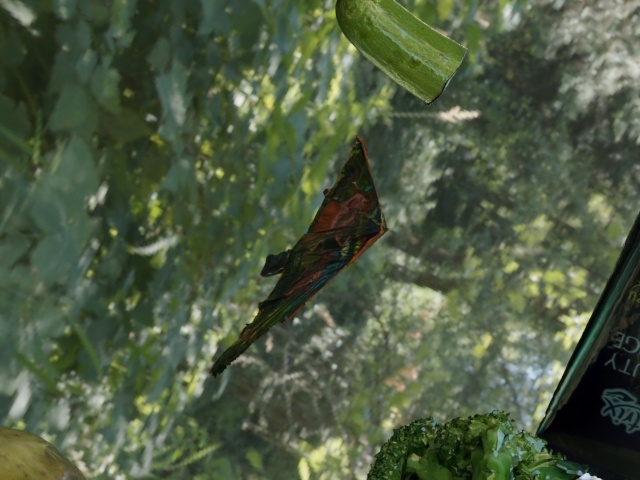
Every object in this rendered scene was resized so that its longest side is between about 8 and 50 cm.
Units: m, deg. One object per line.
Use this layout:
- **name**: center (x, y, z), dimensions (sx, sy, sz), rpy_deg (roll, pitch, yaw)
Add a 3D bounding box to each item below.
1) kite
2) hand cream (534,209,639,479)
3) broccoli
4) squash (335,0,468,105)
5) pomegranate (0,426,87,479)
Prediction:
- **kite**: center (0.000, 0.000, 0.979), dimensions (0.234, 0.016, 0.321), rpy_deg (-18, -143, 58)
- **hand cream**: center (0.253, 0.053, 0.704), dimensions (0.061, 0.120, 0.271), rpy_deg (-14, 124, -69)
- **broccoli**: center (0.100, 0.198, 0.606), dimensions (0.195, 0.195, 0.156), rpy_deg (-64, -170, -13)
- **squash**: center (0.095, -0.268, 1.315), dimensions (0.095, 0.188, 0.095), rpy_deg (-54, -167, 18)
- **pomegranate**: center (-0.303, 0.287, 0.815), dimensions (0.281, 0.281, 0.281), rpy_deg (-62, -174, 11)
